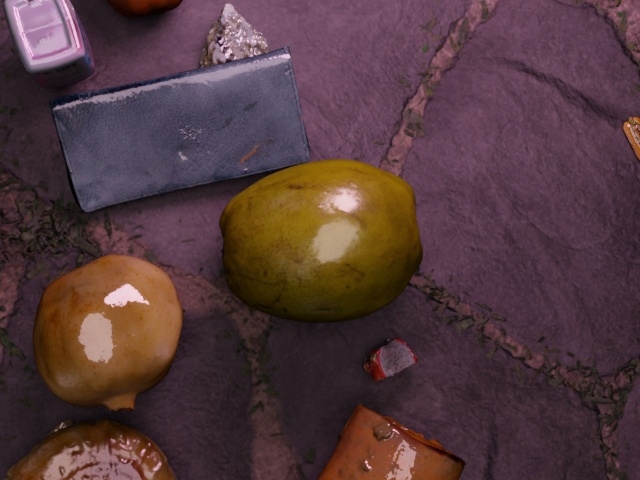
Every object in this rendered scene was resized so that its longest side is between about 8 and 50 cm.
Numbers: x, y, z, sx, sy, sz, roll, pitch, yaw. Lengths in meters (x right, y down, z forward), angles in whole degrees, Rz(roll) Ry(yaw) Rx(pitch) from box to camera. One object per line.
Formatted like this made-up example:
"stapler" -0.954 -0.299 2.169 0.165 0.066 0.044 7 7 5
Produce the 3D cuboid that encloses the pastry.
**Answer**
"pastry" -0.334 0.390 1.352 0.236 0.121 0.256 -25 88 -11

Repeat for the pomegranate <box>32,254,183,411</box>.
"pomegranate" -0.313 0.134 1.318 0.233 0.233 0.233 0 87 -6

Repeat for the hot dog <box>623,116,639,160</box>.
"hot dog" 0.543 -0.173 1.524 0.037 0.021 0.083 -29 92 -8

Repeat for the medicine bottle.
"medicine bottle" -0.396 -0.294 1.340 0.095 0.188 0.119 -20 90 -7

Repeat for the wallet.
"wallet" -0.213 -0.169 1.392 0.379 0.046 0.190 -13 112 -6

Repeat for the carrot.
"carrot" 0.071 0.437 1.342 0.224 0.224 0.340 28 82 -4

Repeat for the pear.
"pear" 0.000 0.000 1.347 0.307 0.253 0.252 -4 88 0

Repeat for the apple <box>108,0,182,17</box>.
"apple" -0.272 -0.428 1.387 0.156 0.147 0.158 -20 91 -28

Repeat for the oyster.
"oyster" -0.131 -0.279 1.435 0.125 0.064 0.177 -40 94 -11

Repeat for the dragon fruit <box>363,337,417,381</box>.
"dragon fruit" 0.105 0.192 1.441 0.083 0.060 0.056 -25 83 -33
